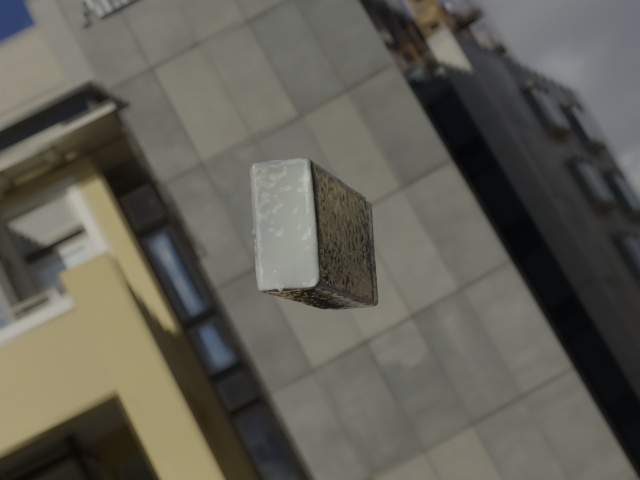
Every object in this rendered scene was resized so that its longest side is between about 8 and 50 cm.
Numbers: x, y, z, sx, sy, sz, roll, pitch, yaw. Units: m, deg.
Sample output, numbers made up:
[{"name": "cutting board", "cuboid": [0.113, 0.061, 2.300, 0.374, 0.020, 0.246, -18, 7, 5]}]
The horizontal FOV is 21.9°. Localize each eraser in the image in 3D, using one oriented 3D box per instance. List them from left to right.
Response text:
[{"name": "eraser", "cuboid": [0.000, 0.000, 1.221, 0.046, 0.091, 0.212, -5, -7, 13]}]
